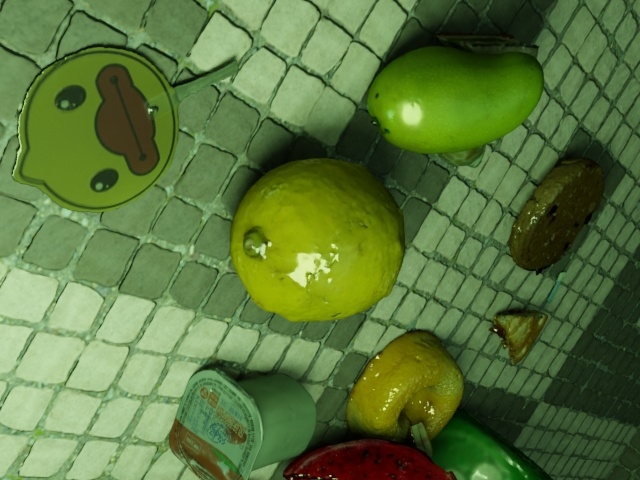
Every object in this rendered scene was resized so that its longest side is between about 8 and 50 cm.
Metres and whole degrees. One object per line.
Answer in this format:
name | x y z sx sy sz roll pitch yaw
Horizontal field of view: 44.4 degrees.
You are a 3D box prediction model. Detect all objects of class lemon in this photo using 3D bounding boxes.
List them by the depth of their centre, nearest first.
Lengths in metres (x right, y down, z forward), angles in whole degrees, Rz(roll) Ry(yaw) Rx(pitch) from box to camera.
lemon | 0.001 0.000 1.184 0.284 0.260 0.260 32 92 -43

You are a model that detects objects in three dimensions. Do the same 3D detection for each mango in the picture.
mango | 0.220 -0.230 1.270 0.293 0.143 0.175 -10 113 -8

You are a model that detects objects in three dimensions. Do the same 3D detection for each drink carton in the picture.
drink carton | -0.114 0.314 1.341 0.190 0.185 0.191 3 112 -48

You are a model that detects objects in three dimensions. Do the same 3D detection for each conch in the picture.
conch | 0.248 -0.193 1.406 0.173 0.106 0.116 33 66 -68

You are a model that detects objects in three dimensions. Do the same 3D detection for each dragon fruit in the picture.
dragon fruit | 0.102 0.454 1.590 0.282 0.344 0.100 82 12 -72

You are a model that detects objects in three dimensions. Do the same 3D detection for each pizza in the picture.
pizza | 0.471 0.215 1.926 0.194 0.069 0.154 32 92 -43

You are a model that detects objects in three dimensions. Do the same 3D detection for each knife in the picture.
knife | 0.612 0.122 2.041 0.027 0.010 0.096 -4 121 -43

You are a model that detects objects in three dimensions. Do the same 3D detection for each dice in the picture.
dice | 0.379 0.613 1.931 0.300 0.297 0.287 -56 142 0

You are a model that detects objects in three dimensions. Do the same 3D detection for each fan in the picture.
fan | -0.245 -0.157 1.020 0.335 0.011 0.229 -32 135 -23

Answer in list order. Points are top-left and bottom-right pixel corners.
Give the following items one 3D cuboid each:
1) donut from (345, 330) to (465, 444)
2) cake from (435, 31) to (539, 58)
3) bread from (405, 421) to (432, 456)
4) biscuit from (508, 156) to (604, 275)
donut | 0.199 0.344 1.717 0.303 0.110 0.302 -24 131 -30
cake | 0.302 -0.338 1.369 0.220 0.086 0.116 32 89 -48
bread | 0.210 0.446 1.675 0.043 0.062 0.108 -14 128 -29
biscuit | 0.534 -0.061 1.790 0.296 0.075 0.295 -29 139 -29
